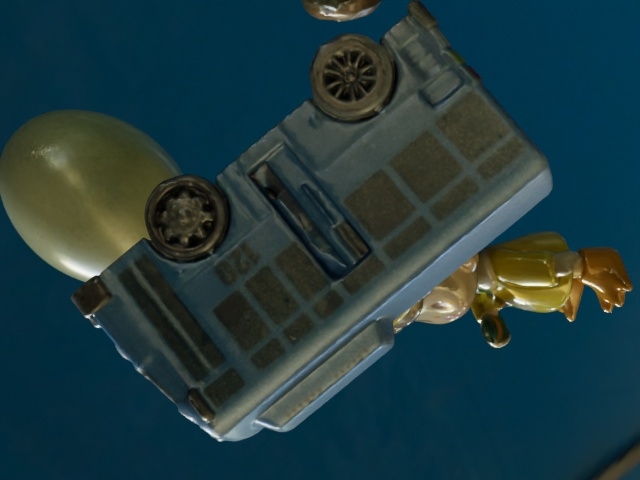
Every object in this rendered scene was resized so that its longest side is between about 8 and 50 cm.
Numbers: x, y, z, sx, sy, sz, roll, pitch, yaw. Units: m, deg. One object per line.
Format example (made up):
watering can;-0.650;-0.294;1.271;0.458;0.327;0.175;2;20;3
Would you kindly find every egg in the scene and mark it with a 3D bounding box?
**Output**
egg;-0.254;-0.047;1.538;0.186;0.253;0.186;-57;-7;-11

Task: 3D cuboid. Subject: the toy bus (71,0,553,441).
toy bus;0.000;0.000;0.704;0.234;0.133;0.116;-40;-10;4

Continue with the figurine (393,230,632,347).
figurine;0.144;0.031;1.446;0.343;0.187;0.215;7;-29;-19

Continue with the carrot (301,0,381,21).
carrot;-0.008;-0.299;0.778;0.070;0.070;0.342;-15;-74;-24
